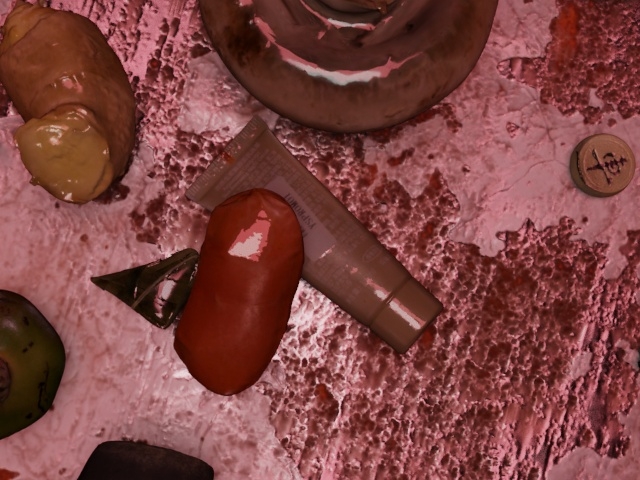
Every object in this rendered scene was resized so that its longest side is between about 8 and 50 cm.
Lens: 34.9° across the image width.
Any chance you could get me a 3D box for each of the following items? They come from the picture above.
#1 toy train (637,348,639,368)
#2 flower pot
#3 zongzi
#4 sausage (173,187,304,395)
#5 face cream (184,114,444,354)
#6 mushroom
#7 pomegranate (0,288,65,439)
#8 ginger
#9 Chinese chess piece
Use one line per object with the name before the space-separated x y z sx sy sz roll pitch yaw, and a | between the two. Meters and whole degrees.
toy train | 0.456 0.148 1.300 0.103 0.044 0.064 -29 98 -7
flower pot | -0.204 0.317 1.162 0.235 0.235 0.148 13 66 -3
zongzi | -0.208 0.036 1.253 0.119 0.055 0.109 33 81 10
sausage | -0.092 0.062 1.202 0.133 0.133 0.258 17 105 -3
face cream | 0.000 0.000 1.264 0.341 0.084 0.137 41 85 8
mushroom | 0.036 -0.310 1.179 0.362 0.294 0.362 0 84 -3
pomegranate | -0.380 0.146 1.150 0.179 0.209 0.180 -2 99 -13
ginger | -0.301 -0.171 1.220 0.138 0.152 0.267 -30 69 19
Chinese chess piece | 0.365 -0.097 1.317 0.084 0.034 0.084 1 85 -6
